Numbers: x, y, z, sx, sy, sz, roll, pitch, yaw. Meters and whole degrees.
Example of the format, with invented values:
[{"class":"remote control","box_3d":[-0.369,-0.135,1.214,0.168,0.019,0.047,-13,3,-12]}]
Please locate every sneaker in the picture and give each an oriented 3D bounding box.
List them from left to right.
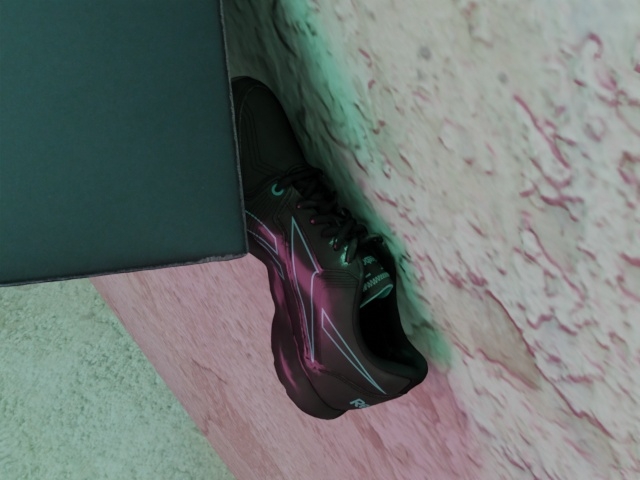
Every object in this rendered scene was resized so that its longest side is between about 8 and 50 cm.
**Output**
[{"class":"sneaker","box_3d":[0.000,0.000,0.676,0.106,0.101,0.267,-15,101,41]}]

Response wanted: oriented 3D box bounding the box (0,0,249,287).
[{"class":"box","box_3d":[-0.186,-0.120,0.646,0.294,0.183,0.296,172,91,-69]}]
